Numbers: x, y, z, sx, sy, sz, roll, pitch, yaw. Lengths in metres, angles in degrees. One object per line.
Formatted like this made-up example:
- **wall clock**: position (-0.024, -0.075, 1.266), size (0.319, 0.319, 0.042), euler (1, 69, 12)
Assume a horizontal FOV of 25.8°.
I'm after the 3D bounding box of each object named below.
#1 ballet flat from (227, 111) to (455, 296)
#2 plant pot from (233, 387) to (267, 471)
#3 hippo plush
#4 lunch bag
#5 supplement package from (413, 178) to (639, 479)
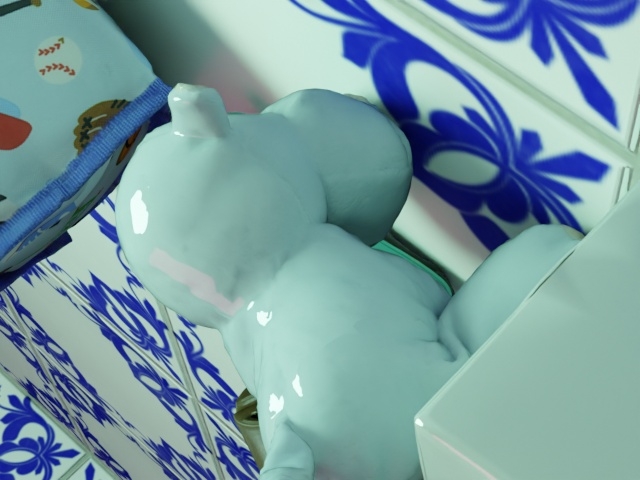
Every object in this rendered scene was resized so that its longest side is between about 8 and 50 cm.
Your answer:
- **ballet flat**: position (0.000, 0.000, 0.901), size (0.203, 0.074, 0.074), euler (40, 160, 11)
- **plant pot**: position (0.026, 0.166, 1.057), size (0.165, 0.167, 0.167), euler (61, 157, -16)
- **hippo plush**: position (-0.013, 0.049, 0.749), size (0.236, 0.294, 0.234), euler (47, 140, 23)
- **lunch bag**: position (-0.288, -0.127, 1.014), size (0.328, 0.239, 0.385), euler (48, 177, -6)
- **supplement package**: position (0.207, 0.132, 0.567), size (0.293, 0.177, 0.175), euler (36, 159, 27)
